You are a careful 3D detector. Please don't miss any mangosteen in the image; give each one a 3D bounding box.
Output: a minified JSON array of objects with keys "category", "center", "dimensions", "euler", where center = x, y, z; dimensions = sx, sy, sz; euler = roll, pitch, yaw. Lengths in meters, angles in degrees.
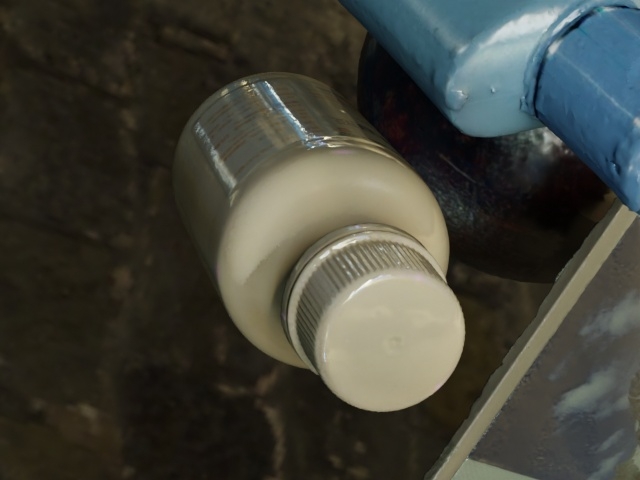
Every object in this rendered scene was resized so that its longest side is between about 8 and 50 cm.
[{"category":"mangosteen","center":[0.181,-0.116,1.290],"dimensions":[0.330,0.330,0.330],"euler":[-48,28,38]}]

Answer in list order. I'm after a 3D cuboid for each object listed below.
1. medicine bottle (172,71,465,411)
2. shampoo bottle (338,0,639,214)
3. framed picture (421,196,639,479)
[{"category":"medicine bottle","center":[0.000,0.000,0.772],"dimensions":[0.114,0.114,0.252],"euler":[-62,21,12]},{"category":"shampoo bottle","center":[0.061,-0.101,0.602],"dimensions":[0.258,0.104,0.061],"euler":[51,161,41]},{"category":"framed picture","center":[0.214,0.088,1.086],"dimensions":[0.281,0.209,0.019],"euler":[-60,32,19]}]
